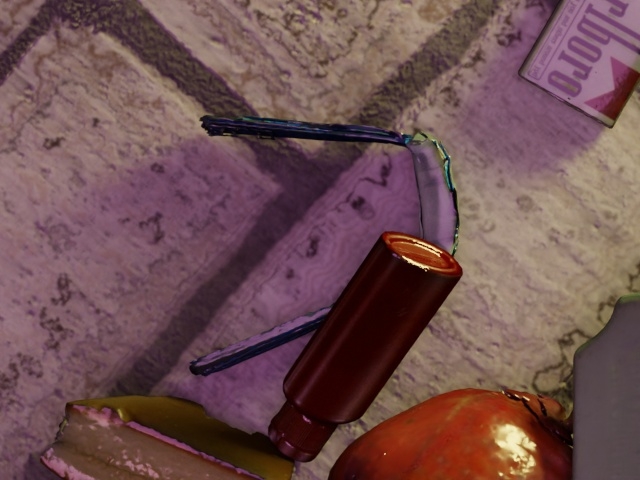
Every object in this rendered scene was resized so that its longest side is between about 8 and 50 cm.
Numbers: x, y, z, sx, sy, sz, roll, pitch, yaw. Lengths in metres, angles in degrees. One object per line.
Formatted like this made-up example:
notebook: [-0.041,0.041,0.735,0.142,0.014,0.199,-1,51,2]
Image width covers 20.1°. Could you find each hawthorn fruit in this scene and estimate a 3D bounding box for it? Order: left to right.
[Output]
hawthorn fruit: [0.167,0.256,1.768,0.307,0.276,0.276,-39,89,-10]

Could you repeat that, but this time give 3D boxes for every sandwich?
sandwich: [-0.156,0.230,1.850,0.235,0.128,0.122,27,100,0]

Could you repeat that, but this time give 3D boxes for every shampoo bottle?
shampoo bottle: [0.035,0.111,1.824,0.102,0.064,0.260,17,118,-35]

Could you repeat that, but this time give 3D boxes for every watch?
watch: [0.006,0.012,1.861,0.274,0.068,0.276,2,93,3]

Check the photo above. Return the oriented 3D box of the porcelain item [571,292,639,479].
porcelain item: [0.380,0.186,1.647,0.281,0.157,0.286,-13,63,32]

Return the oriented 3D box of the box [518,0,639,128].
box: [0.295,-0.219,1.849,0.115,0.036,0.177,30,93,2]
